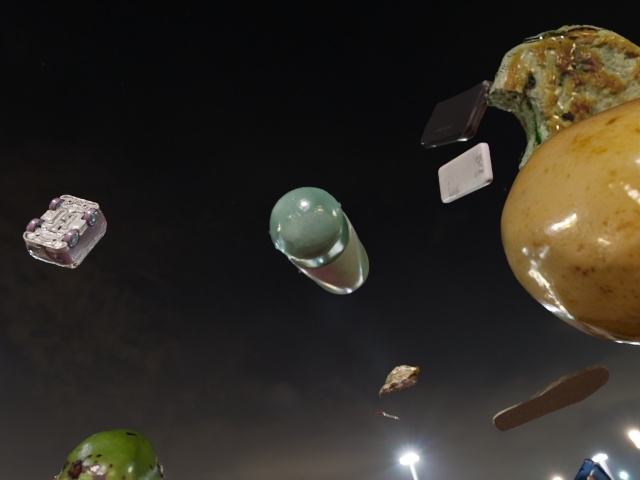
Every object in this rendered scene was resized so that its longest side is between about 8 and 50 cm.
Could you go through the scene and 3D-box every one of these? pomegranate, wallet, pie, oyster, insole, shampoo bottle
[{"bbox_3d":[0.354,-0.024,0.501,0.308,0.307,0.307,-10,-37,-7],"label":"pomegranate"},{"bbox_3d":[-0.511,0.574,1.078,0.271,0.254,0.254,1,-40,-25],"label":"pomegranate"},{"bbox_3d":[0.695,0.692,1.187,0.202,0.141,0.059,-39,4,-26],"label":"wallet"},{"bbox_3d":[0.341,-0.312,1.169,0.044,0.250,0.148,24,-91,-16],"label":"wallet"},{"bbox_3d":[0.415,-0.207,0.728,0.303,0.302,0.067,-9,-7,-9],"label":"pie"},{"bbox_3d":[0.274,0.503,1.645,0.133,0.071,0.209,-11,-29,-8],"label":"oyster"},{"bbox_3d":[0.363,0.250,0.723,0.192,0.010,0.063,-32,-65,14],"label":"insole"},{"bbox_3d":[0.000,0.000,0.980,0.151,0.221,0.349,-34,-21,3],"label":"shampoo bottle"}]

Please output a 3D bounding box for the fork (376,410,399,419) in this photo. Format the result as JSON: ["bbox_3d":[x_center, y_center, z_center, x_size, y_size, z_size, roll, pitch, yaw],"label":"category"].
[{"bbox_3d":[0.205,0.531,1.390,0.012,0.016,0.115,-43,9,-29],"label":"fork"}]

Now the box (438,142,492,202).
[{"bbox_3d":[0.509,-0.234,1.635,0.044,0.141,0.285,-3,-9,-17],"label":"box"}]

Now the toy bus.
[{"bbox_3d":[-0.741,-0.018,1.341,0.142,0.202,0.142,18,-43,2],"label":"toy bus"}]
